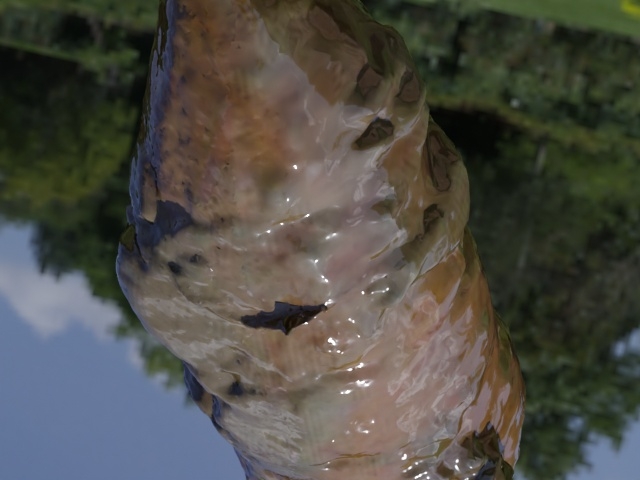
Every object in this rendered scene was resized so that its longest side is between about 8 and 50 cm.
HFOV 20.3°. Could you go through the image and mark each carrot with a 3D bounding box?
[{"bbox_3d":[0.000,0.000,0.459,0.101,0.102,0.263,15,155,17],"label":"carrot"}]
